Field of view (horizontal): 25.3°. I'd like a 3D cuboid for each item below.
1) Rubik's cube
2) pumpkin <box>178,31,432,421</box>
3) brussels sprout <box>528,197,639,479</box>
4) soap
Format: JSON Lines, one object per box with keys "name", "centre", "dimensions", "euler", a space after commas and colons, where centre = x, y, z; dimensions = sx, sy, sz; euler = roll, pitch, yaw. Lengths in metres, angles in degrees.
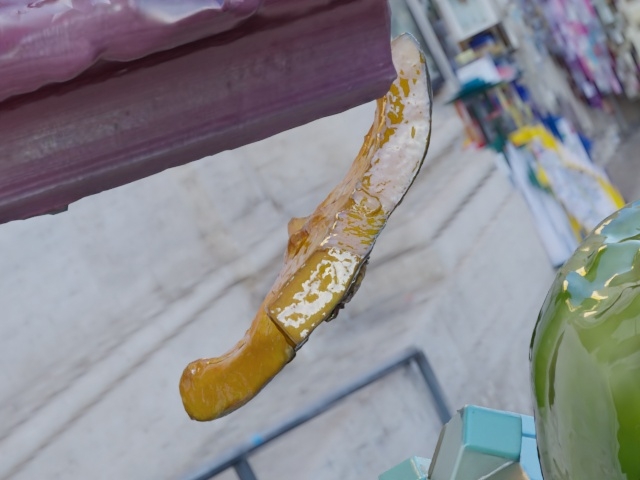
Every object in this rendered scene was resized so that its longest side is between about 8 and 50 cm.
{"name": "Rubik's cube", "centre": [0.167, 0.263, 1.329], "dimensions": [0.213, 0.224, 0.265], "euler": [12, 21, -10]}
{"name": "pumpkin", "centre": [0.000, 0.005, 1.213], "dimensions": [0.258, 0.095, 0.290], "euler": [-61, 2, -40]}
{"name": "brussels sprout", "centre": [0.287, 0.072, 0.628], "dimensions": [0.371, 0.315, 0.276], "euler": [-24, 22, 16]}
{"name": "soap", "centre": [-0.146, -0.117, 0.618], "dimensions": [0.325, 0.220, 0.127], "euler": [-18, -36, -17]}
